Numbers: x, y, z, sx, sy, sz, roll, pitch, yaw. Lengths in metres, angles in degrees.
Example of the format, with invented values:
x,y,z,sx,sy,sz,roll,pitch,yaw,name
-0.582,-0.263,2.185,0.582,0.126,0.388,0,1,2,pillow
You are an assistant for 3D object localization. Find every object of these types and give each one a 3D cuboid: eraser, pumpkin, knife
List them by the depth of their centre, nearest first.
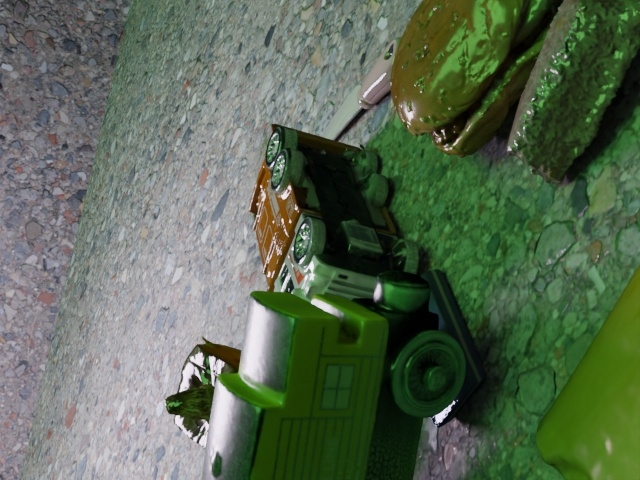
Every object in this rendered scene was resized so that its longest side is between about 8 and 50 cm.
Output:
x,y,z,sx,sy,sz,roll,pitch,yaw,name
0.148,0.130,1.308,0.082,0.036,0.225,-58,29,29,eraser
-0.116,0.248,1.538,0.317,0.221,0.139,26,96,63,pumpkin
0.056,-0.228,1.727,0.336,0.043,0.081,-40,34,51,knife

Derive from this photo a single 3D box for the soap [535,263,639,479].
x,y,z,sx,sy,sz,roll,pitch,yaw,name
0.357,0.077,0.842,0.427,0.115,0.306,-59,24,23,soap

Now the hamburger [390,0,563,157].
x,y,z,sx,sy,sz,roll,pitch,yaw,name
0.197,-0.257,1.320,0.283,0.144,0.259,-49,20,28,hamburger

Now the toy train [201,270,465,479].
x,y,z,sx,sy,sz,roll,pitch,yaw,name
0.004,0.247,1.194,0.179,0.272,0.442,22,105,61,toy train

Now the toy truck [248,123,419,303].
x,y,z,sx,sy,sz,roll,pitch,yaw,name
0.000,0.000,1.541,0.387,0.173,0.207,-107,36,-55,toy truck

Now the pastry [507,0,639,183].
x,y,z,sx,sy,sz,roll,pitch,yaw,name
0.288,-0.187,1.157,0.265,0.112,0.103,-57,16,23,pastry
